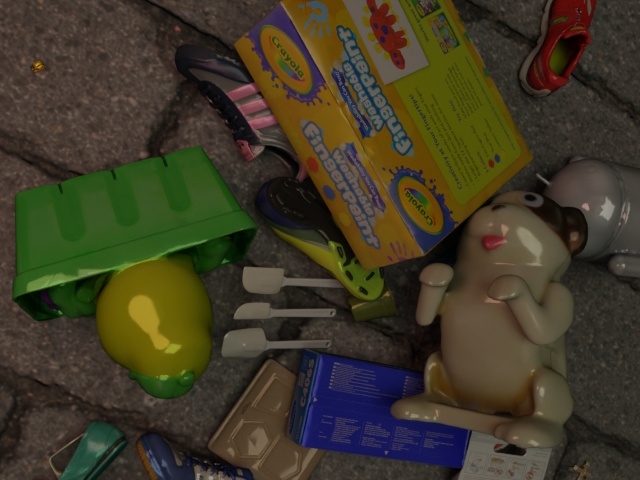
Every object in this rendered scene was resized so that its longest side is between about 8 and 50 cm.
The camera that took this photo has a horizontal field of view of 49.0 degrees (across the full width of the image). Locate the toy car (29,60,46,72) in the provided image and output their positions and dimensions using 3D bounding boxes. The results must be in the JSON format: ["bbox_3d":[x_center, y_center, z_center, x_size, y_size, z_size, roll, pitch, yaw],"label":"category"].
[{"bbox_3d":[-0.517,-0.303,1.145,0.121,0.040,0.060,-12,93,-16],"label":"toy car"}]

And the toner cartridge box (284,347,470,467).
[{"bbox_3d":[0.119,0.312,1.300,0.347,0.075,0.165,15,82,-23],"label":"toner cartridge box"}]

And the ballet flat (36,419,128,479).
[{"bbox_3d":[-0.425,0.403,1.161,0.087,0.083,0.247,35,79,11],"label":"ballet flat"}]

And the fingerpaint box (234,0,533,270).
[{"bbox_3d":[0.124,-0.235,1.224,0.371,0.163,0.445,-38,101,-36],"label":"fingerpaint box"}]

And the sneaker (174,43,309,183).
[{"bbox_3d":[-0.128,-0.215,1.227,0.318,0.112,0.131,30,78,-14],"label":"sneaker"}]

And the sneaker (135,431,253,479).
[{"bbox_3d":[-0.189,0.415,1.208,0.131,0.112,0.296,-39,111,-7],"label":"sneaker"}]

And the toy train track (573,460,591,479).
[{"bbox_3d":[0.550,0.506,1.483,0.048,0.014,0.083,30,82,-15],"label":"toy train track"}]

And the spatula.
[{"bbox_3d":[-0.058,0.130,1.243,0.241,0.019,0.168,6,101,-42],"label":"spatula"}]

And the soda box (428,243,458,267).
[{"bbox_3d":[0.323,0.024,1.387,0.210,0.067,0.071,-29,98,-15],"label":"soda box"}]

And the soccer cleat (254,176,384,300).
[{"bbox_3d":[0.000,-0.001,1.265,0.289,0.121,0.093,44,63,-13],"label":"soccer cleat"}]

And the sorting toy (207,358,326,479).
[{"bbox_3d":[-0.075,0.346,1.285,0.208,0.038,0.193,39,79,-18],"label":"sorting toy"}]

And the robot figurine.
[{"bbox_3d":[0.588,-0.049,1.398,0.353,0.200,0.300,9,47,-17],"label":"robot figurine"}]

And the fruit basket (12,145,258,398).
[{"bbox_3d":[-0.269,0.070,1.091,0.391,0.283,0.393,3,75,-12],"label":"fruit basket"}]

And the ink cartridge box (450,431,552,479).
[{"bbox_3d":[0.341,0.490,1.386,0.188,0.066,0.233,12,90,-16],"label":"ink cartridge box"}]

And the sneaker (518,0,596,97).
[{"bbox_3d":[0.507,-0.416,1.418,0.107,0.118,0.279,24,83,-16],"label":"sneaker"}]

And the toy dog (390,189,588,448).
[{"bbox_3d":[0.337,0.117,1.213,0.395,0.284,0.409,8,87,-41],"label":"toy dog"}]

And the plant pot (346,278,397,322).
[{"bbox_3d":[0.093,0.117,1.317,0.079,0.083,0.083,-19,95,-4],"label":"plant pot"}]

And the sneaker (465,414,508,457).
[{"bbox_3d":[0.352,0.387,1.411,0.157,0.061,0.065,-26,66,-9],"label":"sneaker"}]
